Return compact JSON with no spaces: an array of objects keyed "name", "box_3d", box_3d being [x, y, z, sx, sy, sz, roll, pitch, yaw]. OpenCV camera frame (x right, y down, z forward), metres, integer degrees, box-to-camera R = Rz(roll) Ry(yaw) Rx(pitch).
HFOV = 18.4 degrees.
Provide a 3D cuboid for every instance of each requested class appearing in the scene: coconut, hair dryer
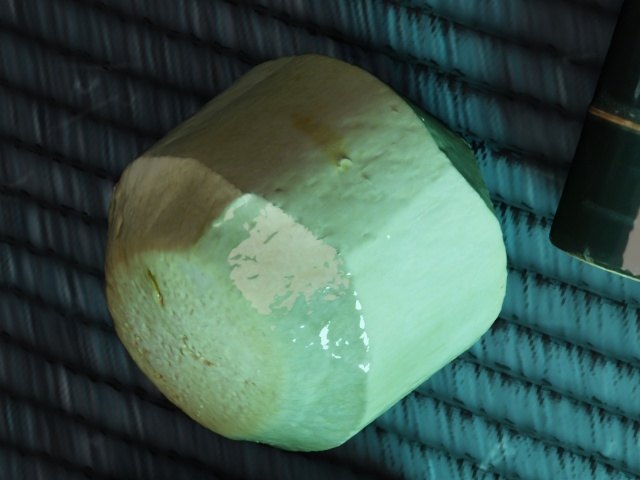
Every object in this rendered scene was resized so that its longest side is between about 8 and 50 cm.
[{"name":"coconut","box_3d":[0.000,0.000,1.094,0.202,0.222,0.202,27,136,29]},{"name":"hair dryer","box_3d":[0.321,-0.038,1.090,0.352,0.107,0.189,16,99,0]}]
